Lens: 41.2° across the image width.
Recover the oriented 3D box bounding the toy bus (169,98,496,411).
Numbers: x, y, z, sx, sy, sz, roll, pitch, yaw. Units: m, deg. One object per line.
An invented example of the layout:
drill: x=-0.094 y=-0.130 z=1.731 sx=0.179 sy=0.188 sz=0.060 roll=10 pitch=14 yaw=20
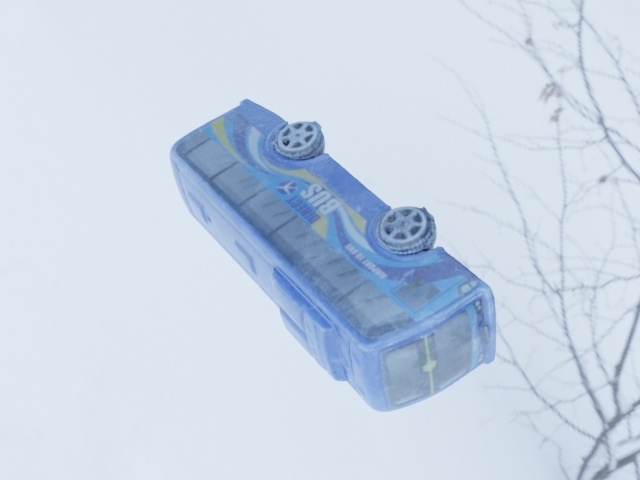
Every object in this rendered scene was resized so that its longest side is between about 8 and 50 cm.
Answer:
toy bus: x=-0.001 y=0.003 z=0.513 sx=0.236 sy=0.094 sz=0.079 roll=44 pitch=-17 yaw=39

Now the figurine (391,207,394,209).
figurine: x=0.016 y=-0.014 z=0.930 sx=0.196 sy=0.114 sz=0.108 roll=16 pitch=61 yaw=-42
